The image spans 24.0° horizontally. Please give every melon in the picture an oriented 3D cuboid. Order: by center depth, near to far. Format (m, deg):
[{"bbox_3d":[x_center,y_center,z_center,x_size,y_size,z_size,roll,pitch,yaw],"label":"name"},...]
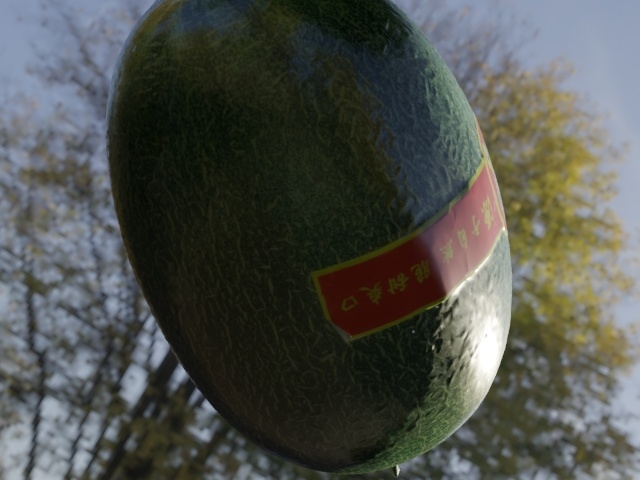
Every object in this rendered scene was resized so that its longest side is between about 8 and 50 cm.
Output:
[{"bbox_3d":[0.000,0.000,0.727,0.182,0.182,0.287,12,-48,40],"label":"melon"}]
